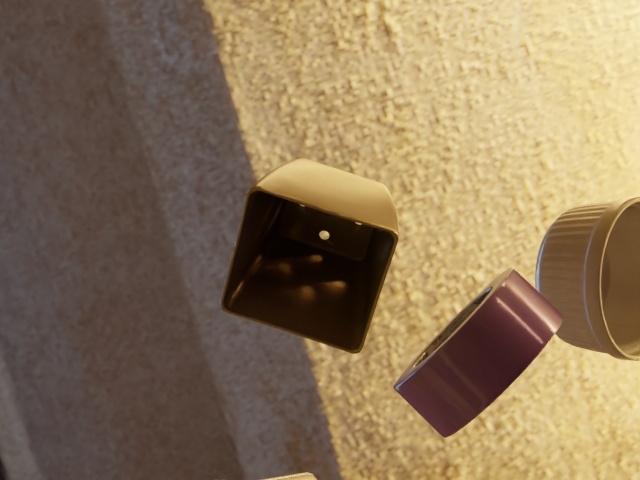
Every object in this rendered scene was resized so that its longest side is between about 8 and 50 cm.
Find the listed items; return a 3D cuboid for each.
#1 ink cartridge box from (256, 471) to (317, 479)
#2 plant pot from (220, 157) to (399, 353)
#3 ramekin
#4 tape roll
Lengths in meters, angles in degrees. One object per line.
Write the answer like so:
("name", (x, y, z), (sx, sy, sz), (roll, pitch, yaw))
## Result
("ink cartridge box", (-0.097, 0.319, 1.061), (0.115, 0.272, 0.198), (-45, -122, 37))
("plant pot", (0.000, 0.000, 0.932), (0.109, 0.096, 0.109), (18, -58, 3))
("ramekin", (0.364, 0.047, 1.616), (0.109, 0.207, 0.207), (1, -70, 44))
("tape roll", (0.173, 0.122, 1.394), (0.080, 0.189, 0.189), (45, -40, 3))
